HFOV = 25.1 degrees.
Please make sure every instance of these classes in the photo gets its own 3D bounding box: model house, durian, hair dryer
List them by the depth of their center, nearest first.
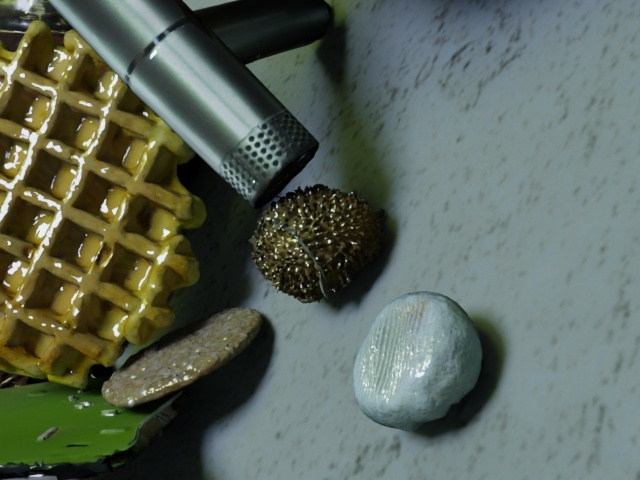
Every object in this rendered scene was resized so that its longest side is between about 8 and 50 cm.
[{"bbox_3d":[0.000,0.000,0.889,0.091,0.080,0.080,-24,18,-23],"label":"durian"},{"bbox_3d":[-0.236,0.193,0.961,0.207,0.293,0.154,-41,-55,-76],"label":"model house"},{"bbox_3d":[-0.122,-0.167,0.980,0.156,0.320,0.284,-46,3,11],"label":"hair dryer"}]

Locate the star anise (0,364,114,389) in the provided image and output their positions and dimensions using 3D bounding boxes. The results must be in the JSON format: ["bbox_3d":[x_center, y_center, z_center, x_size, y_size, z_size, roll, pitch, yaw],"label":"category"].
[{"bbox_3d":[-0.190,0.081,1.125,0.157,0.053,0.212,-6,35,35],"label":"star anise"}]

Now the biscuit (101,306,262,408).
[{"bbox_3d":[-0.091,0.077,0.953,0.120,0.015,0.120,-25,13,6],"label":"biscuit"}]

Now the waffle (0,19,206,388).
[{"bbox_3d":[-0.202,-0.021,0.986,0.249,0.056,0.253,-9,84,9],"label":"waffle"}]

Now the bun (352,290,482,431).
[{"bbox_3d":[0.053,0.065,0.760,0.083,0.045,0.083,-43,31,34],"label":"bun"}]

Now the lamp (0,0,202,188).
[{"bbox_3d":[-0.209,-0.093,1.140,0.247,0.247,0.247,-39,34,33],"label":"lamp"}]
